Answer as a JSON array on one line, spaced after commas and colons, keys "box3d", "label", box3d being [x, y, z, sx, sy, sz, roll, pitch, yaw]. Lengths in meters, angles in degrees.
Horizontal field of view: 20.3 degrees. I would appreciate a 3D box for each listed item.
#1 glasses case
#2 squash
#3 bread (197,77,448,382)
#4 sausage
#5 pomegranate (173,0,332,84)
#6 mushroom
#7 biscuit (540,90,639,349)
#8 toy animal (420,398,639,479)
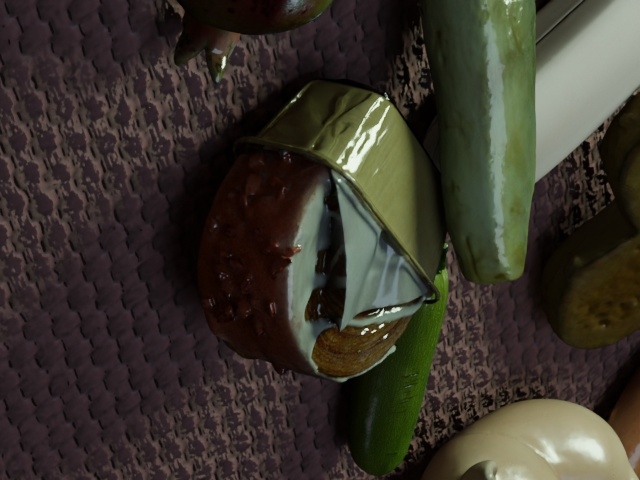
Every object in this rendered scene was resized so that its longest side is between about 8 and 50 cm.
[{"box3d": [0.203, -0.138, 1.510, 0.297, 0.075, 0.113, -41, 140, -12], "label": "glasses case"}, {"box3d": [0.068, 0.097, 1.560, 0.066, 0.066, 0.252, -11, 126, -39], "label": "squash"}, {"box3d": [0.000, 0.000, 1.379, 0.212, 0.142, 0.224, -58, 142, -16], "label": "bread"}, {"box3d": [0.372, 0.151, 1.885, 0.327, 0.079, 0.087, -52, 130, -3], "label": "sausage"}, {"box3d": [-0.061, -0.186, 1.196, 0.159, 0.129, 0.129, -37, 146, 24], "label": "pomegranate"}, {"box3d": [0.125, -0.135, 1.379, 0.107, 0.087, 0.333, -35, 123, -54], "label": "mushroom"}, {"box3d": [0.411, -0.016, 1.697, 0.394, 0.076, 0.368, 0, 136, -20], "label": "biscuit"}, {"box3d": [0.192, 0.237, 1.714, 0.250, 0.154, 0.166, -12, 149, -44], "label": "toy animal"}]
